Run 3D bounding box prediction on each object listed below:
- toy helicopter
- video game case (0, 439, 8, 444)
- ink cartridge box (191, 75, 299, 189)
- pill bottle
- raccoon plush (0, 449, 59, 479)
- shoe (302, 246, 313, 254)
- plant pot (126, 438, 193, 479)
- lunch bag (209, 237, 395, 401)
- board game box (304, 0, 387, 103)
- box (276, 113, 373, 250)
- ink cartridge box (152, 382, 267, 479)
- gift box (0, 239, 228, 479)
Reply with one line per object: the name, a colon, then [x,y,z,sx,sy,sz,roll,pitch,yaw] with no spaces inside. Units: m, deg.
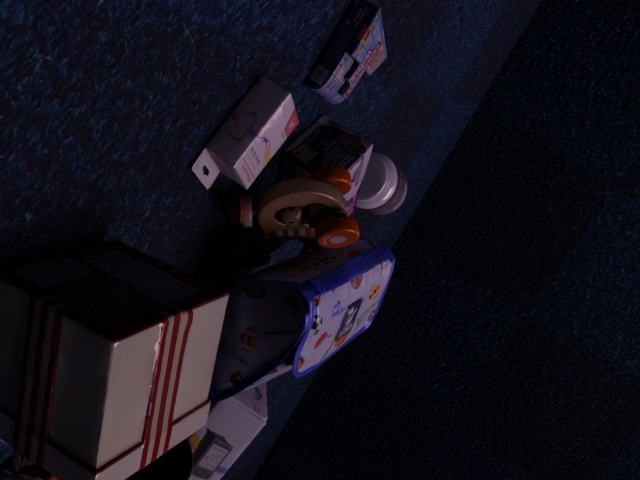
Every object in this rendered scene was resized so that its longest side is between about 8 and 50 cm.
toy helicopter: [-0.098,-0.025,1.355,0.235,0.140,0.355,8,152,-29]
video game case: [-0.378,0.277,1.125,0.227,0.026,0.206,40,83,-36]
ink cartridge box: [-0.125,-0.165,1.158,0.198,0.067,0.115,-53,166,-9]
pill bottle: [0.140,-0.160,1.855,0.161,0.161,0.283,-57,166,6]
raccoon plush: [-0.449,0.469,1.108,0.446,0.216,0.299,-44,177,6]
shoe: [0.000,0.000,1.959,0.076,0.058,0.219,-36,156,-53]
plant pot: [-0.423,0.495,1.431,0.230,0.215,0.215,-45,171,21]
lunch bag: [-0.053,0.151,1.440,0.385,0.239,0.328,-36,173,37]
board game box: [0.066,-0.363,1.366,0.194,0.060,0.194,-58,165,9]
box: [0.002,-0.124,1.519,0.163,0.142,0.247,-46,163,-33]
ink cartridge box: [-0.269,0.455,1.601,0.306,0.131,0.226,-52,-166,7]
gift box: [-0.303,0.162,0.933,0.255,0.276,0.258,-16,123,-55]
